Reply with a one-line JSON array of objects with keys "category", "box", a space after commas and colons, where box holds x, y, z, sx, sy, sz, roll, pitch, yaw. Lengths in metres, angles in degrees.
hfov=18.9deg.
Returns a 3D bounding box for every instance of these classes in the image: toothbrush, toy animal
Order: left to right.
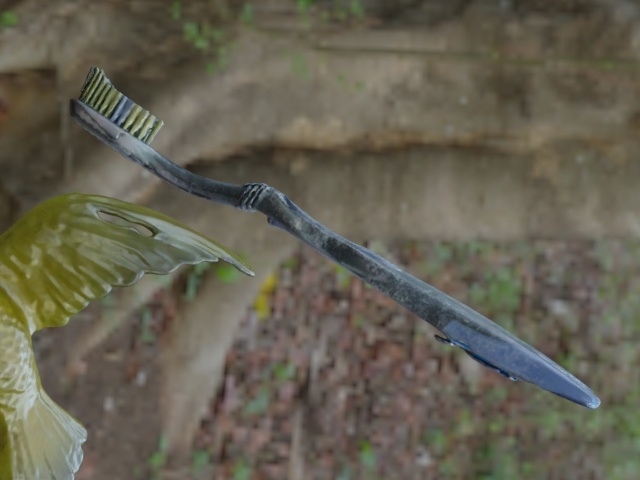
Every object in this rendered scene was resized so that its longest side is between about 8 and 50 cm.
[{"category": "toy animal", "box": [-0.155, 0.035, 0.770, 0.219, 0.155, 0.095, -42, 166, -37]}, {"category": "toothbrush", "box": [0.000, 0.000, 1.221, 0.042, 0.413, 0.035, -61, 159, 8]}]
